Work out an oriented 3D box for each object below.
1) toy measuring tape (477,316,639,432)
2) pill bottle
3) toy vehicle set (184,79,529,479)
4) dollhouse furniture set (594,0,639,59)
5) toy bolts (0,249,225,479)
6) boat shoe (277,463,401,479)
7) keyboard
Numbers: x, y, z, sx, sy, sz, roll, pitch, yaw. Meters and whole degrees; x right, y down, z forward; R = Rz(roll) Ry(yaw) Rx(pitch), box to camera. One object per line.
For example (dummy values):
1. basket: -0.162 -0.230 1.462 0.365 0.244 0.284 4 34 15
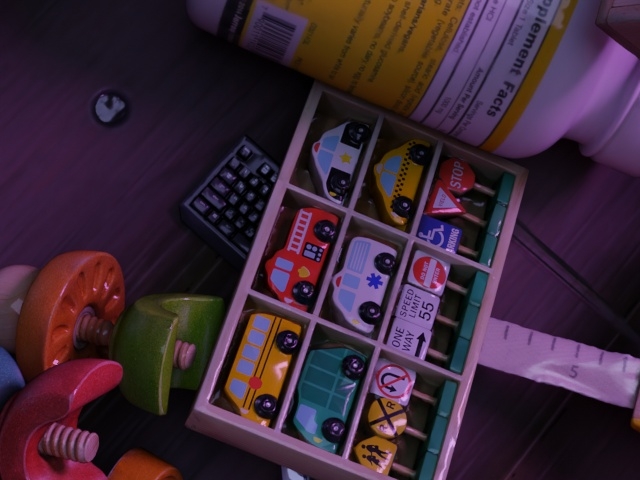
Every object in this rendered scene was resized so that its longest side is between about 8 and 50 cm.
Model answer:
1. toy measuring tape: 0.240 0.113 1.069 0.330 0.121 0.121 14 77 17
2. pill bottle: 0.093 -0.171 1.037 0.334 0.188 0.188 23 77 -4
3. toy vehicle set: 0.031 0.034 1.024 0.166 0.035 0.267 22 60 -5
4. dollhouse furniture set: 0.400 -0.123 0.938 0.394 0.256 0.362 27 75 -40
5. toy bolts: -0.183 0.118 0.948 0.158 0.228 0.218 12 98 17
6. boat shoe: 0.017 0.207 1.008 0.083 0.065 0.183 -3 88 -4
7. keyboard: 0.000 0.000 1.076 0.180 0.023 0.108 42 76 0
